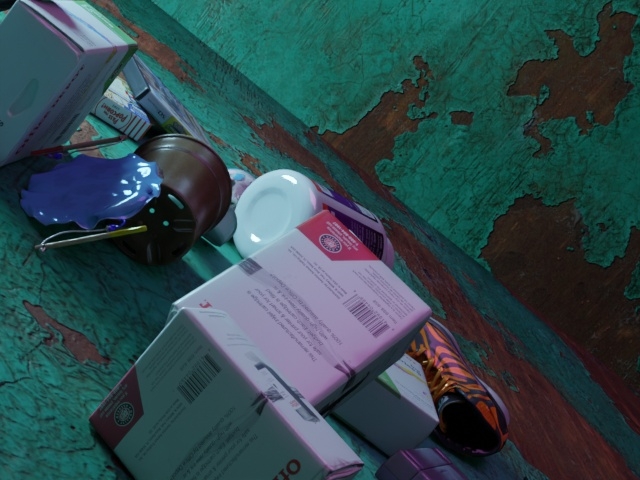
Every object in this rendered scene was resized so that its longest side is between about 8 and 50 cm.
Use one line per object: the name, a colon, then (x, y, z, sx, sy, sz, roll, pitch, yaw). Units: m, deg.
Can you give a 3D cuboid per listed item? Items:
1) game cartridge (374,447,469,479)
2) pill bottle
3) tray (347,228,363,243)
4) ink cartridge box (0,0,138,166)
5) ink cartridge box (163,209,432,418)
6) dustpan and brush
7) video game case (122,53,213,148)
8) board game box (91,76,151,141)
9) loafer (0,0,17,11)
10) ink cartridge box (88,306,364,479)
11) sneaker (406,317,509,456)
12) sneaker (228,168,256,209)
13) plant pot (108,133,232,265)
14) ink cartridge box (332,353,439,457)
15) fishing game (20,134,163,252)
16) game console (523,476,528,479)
game cartridge: (0.192, 0.369, 1.397, 0.230, 0.068, 0.355, 49, 3, 17)
pill bottle: (0.000, 0.000, 1.941, 0.323, 0.181, 0.181, 26, 19, -52)
tray: (-0.009, 0.076, 1.727, 0.270, 0.030, 0.145, -23, 59, -38)
ink cartridge box: (-0.391, -0.230, 1.515, 0.117, 0.201, 0.278, 40, 12, -4)
ink cartridge box: (-0.031, 0.112, 1.301, 0.197, 0.114, 0.273, 44, 49, 17)
dustpan and brush: (-0.177, -0.062, 1.691, 0.147, 0.060, 0.211, 38, -15, -11)
video game case: (-0.311, -0.270, 2.178, 0.248, 0.035, 0.275, 47, 6, -36)
board game box: (-0.404, -0.276, 2.017, 0.147, 0.045, 0.193, 33, 14, -31)
loafer: (-0.488, -0.344, 1.426, 0.109, 0.302, 0.095, -124, -160, -82)
ink cartridge box: (-0.091, 0.194, 1.028, 0.218, 0.158, 0.092, 46, 13, 22)
sneaker: (0.202, 0.240, 1.836, 0.321, 0.124, 0.180, 42, 11, 7)
sneaker: (-0.180, -0.080, 1.937, 0.229, 0.087, 0.092, 10, 39, -54)
plant pot: (-0.223, -0.050, 1.532, 0.167, 0.167, 0.165, 39, 21, -9)
ink cartridge box: (0.083, 0.219, 1.626, 0.154, 0.093, 0.212, 38, 10, -11)
fishing game: (-0.296, -0.062, 1.403, 0.264, 0.189, 0.041, -121, -158, -54)
game console: (0.343, 0.445, 1.661, 0.107, 0.071, 0.122, 39, 13, -7)
